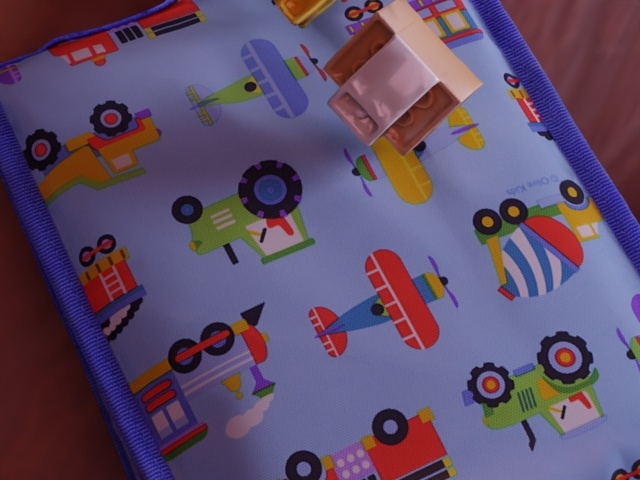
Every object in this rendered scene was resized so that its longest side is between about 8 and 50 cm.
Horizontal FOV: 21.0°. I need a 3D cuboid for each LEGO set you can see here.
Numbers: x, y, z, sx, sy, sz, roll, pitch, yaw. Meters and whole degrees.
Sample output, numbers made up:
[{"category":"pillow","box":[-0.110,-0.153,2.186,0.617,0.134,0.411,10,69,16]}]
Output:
[{"category":"LEGO set","box":[-0.064,-0.131,0.695,0.287,0.107,0.132,16,96,5]}]

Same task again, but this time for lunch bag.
[{"category":"lunch bag","box":[0.000,0.000,0.708,0.221,0.138,0.293,-22,78,-12]}]
